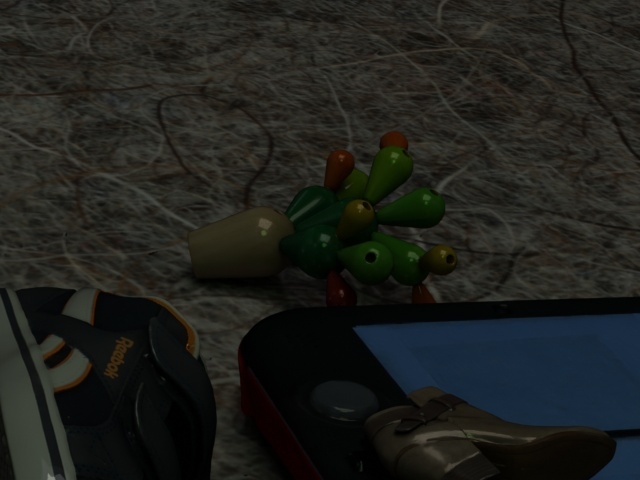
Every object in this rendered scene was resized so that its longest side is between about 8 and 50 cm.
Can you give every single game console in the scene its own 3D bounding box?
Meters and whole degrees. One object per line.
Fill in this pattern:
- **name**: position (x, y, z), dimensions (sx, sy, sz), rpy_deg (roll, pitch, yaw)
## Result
- **game console**: position (0.170, 0.122, 1.056), dimensions (0.386, 0.060, 0.342), rpy_deg (-2, 20, -22)

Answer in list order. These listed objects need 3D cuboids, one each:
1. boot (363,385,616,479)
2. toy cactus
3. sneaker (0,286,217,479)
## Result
- **boot**: position (0.086, 0.103, 0.964), dimensions (0.118, 0.042, 0.087), rpy_deg (-8, 27, -34)
- **toy cactus**: position (0.000, 0.000, 1.281), dimensions (0.180, 0.112, 0.219), rpy_deg (-11, 28, 2)
- **sneaker**: position (-0.111, 0.105, 0.949), dimensions (0.127, 0.126, 0.321), rpy_deg (-4, 25, -14)
